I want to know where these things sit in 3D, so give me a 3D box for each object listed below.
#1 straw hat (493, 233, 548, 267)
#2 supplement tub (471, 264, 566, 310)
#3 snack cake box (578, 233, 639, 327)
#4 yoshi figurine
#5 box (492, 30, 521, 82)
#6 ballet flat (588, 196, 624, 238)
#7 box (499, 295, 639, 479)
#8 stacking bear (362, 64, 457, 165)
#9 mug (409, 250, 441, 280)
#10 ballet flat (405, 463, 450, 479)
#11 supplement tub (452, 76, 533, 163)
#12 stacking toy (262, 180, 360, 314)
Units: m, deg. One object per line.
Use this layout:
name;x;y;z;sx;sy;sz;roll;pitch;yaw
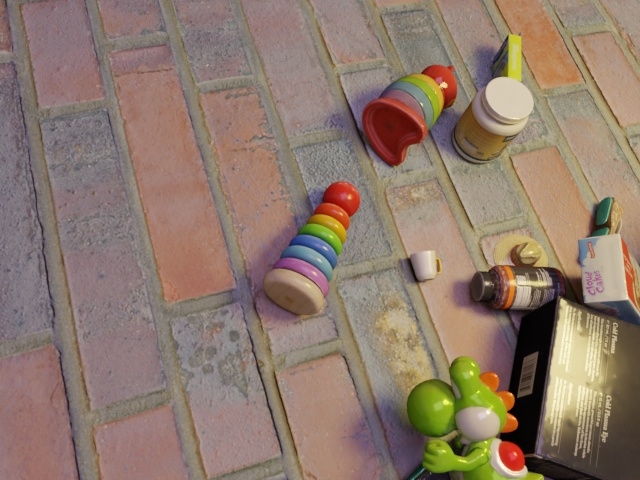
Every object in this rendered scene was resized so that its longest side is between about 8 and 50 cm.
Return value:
straw hat;0.504;0.034;1.395;0.144;0.061;0.145;4;67;-9
supplement tub;0.457;0.110;1.330;0.197;0.106;0.106;3;67;-8
snack cake box;0.670;0.108;1.295;0.264;0.089;0.152;33;56;-45
yoshi figurine;0.275;0.412;1.109;0.202;0.203;0.363;-13;87;-17
box;0.519;-0.483;1.589;0.042;0.109;0.178;11;66;-4
ballet flat;0.732;-0.019;1.457;0.067;0.073;0.206;34;69;-11
box;0.582;0.345;1.213;0.312;0.179;0.343;20;66;0
stacking bear;0.251;-0.353;1.469;0.164;0.175;0.289;45;58;2
mug;0.253;0.061;1.341;0.078;0.062;0.064;-6;76;-6
ballet flat;0.177;0.507;1.134;0.203;0.074;0.074;-26;74;-22
supplement tub;0.433;-0.301;1.447;0.144;0.200;0.145;4;67;-9
stacking toy;0.000;0.000;1.295;0.141;0.141;0.330;27;58;2
